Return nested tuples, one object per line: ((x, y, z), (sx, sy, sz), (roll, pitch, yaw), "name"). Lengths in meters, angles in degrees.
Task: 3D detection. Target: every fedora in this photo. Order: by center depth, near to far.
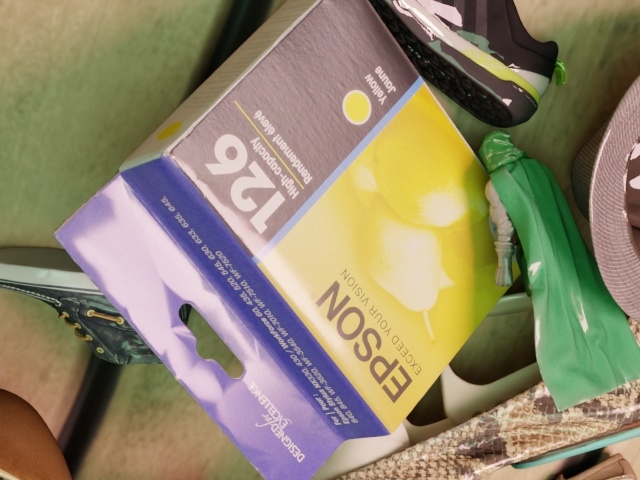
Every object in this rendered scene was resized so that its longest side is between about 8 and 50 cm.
((0.309, -0.060, 1.057), (0.276, 0.124, 0.243), (-24, 111, -14), "fedora")

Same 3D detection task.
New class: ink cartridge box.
((0.000, 0.000, 0.999), (0.307, 0.072, 0.303), (-50, 116, -26), "ink cartridge box")

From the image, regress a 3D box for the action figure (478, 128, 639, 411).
((0.184, 0.016, 1.033), (0.063, 0.137, 0.232), (-27, 78, 43), "action figure")

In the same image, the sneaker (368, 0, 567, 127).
((0.103, -0.191, 1.048), (0.235, 0.084, 0.097), (39, 75, -15), "sneaker")

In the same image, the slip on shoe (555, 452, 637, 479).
((0.233, 0.243, 1.198), (0.135, 0.041, 0.051), (-27, 151, 16), "slip on shoe")

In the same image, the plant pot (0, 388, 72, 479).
((-0.294, 0.224, 1.039), (0.237, 0.254, 0.237), (-1, 107, -3), "plant pot")

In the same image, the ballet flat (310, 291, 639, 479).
((0.129, 0.157, 1.121), (0.483, 0.164, 0.182), (-27, 86, -2), "ballet flat")

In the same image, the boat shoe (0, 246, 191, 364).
((-0.203, 0.059, 1.093), (0.183, 0.065, 0.083), (9, 105, -8), "boat shoe")
